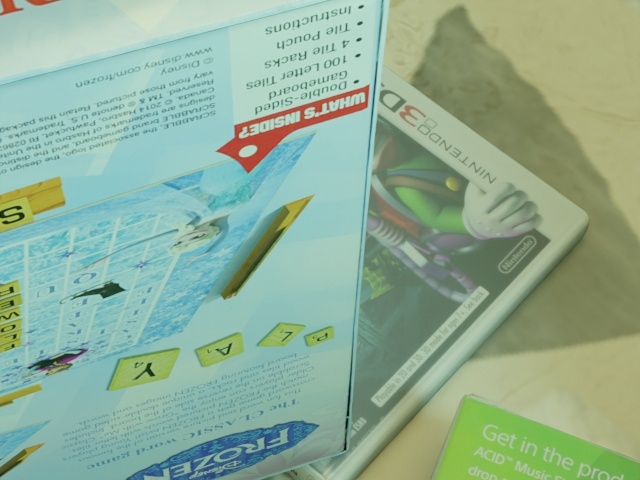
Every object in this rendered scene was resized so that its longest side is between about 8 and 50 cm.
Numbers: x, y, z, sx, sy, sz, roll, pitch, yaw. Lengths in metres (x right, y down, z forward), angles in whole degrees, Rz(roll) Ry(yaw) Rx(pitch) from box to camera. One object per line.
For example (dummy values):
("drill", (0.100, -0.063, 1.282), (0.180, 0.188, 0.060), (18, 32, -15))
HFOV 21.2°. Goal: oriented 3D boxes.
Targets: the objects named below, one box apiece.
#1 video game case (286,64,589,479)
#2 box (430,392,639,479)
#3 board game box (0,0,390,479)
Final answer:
("video game case", (0.000, 0.000, 0.781), (0.173, 0.022, 0.190), (38, 62, 17))
("box", (0.108, 0.237, 0.629), (0.232, 0.058, 0.322), (21, 60, 6))
("board game box", (-0.142, 0.029, 0.561), (0.318, 0.318, 0.066), (-16, 62, -11))
